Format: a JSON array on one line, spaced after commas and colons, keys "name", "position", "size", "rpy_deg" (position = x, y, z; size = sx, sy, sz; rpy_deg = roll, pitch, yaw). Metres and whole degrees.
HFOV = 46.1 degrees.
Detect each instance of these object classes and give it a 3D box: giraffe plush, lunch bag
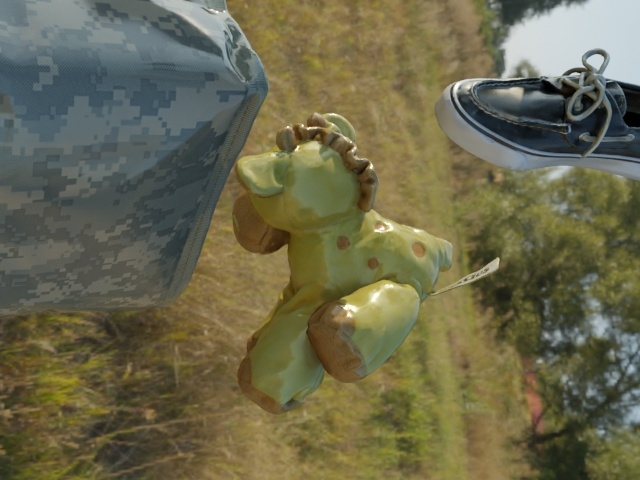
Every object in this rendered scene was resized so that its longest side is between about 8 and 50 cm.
[{"name": "giraffe plush", "position": [0.000, 0.000, 0.572], "size": [0.171, 0.210, 0.181], "rpy_deg": [56, 11, -6]}, {"name": "lunch bag", "position": [-0.194, -0.044, 0.468], "size": [0.169, 0.235, 0.287], "rpy_deg": [65, -35, 29]}]

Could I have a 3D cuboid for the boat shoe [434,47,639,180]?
[{"name": "boat shoe", "position": [0.273, -0.132, 0.783], "size": [0.105, 0.306, 0.113], "rpy_deg": [118, -22, -51]}]
